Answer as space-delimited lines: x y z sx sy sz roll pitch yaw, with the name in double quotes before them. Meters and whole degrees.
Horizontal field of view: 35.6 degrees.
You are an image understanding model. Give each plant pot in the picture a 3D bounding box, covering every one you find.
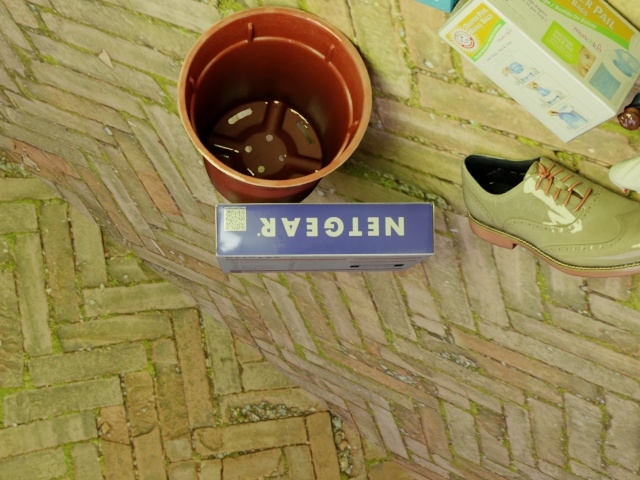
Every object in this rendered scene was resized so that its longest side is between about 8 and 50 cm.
"plant pot" -0.077 -0.173 1.514 0.272 0.272 0.265 33 165 2

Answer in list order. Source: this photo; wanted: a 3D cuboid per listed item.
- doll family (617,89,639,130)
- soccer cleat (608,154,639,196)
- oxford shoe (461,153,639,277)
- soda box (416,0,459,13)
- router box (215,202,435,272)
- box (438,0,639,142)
"doll family" 0.389 -0.176 1.060 0.076 0.111 0.193 31 157 6
"soccer cleat" 0.419 -0.097 1.173 0.196 0.068 0.076 4 122 58
"oxford shoe" 0.330 -0.043 1.372 0.348 0.123 0.130 13 142 43
"soda box" 0.132 -0.356 1.104 0.071 0.067 0.210 26 156 18
"router box" 0.000 0.000 1.633 0.336 0.082 0.301 0 173 -4
"box" 0.255 -0.227 1.130 0.203 0.114 0.103 38 157 -8
